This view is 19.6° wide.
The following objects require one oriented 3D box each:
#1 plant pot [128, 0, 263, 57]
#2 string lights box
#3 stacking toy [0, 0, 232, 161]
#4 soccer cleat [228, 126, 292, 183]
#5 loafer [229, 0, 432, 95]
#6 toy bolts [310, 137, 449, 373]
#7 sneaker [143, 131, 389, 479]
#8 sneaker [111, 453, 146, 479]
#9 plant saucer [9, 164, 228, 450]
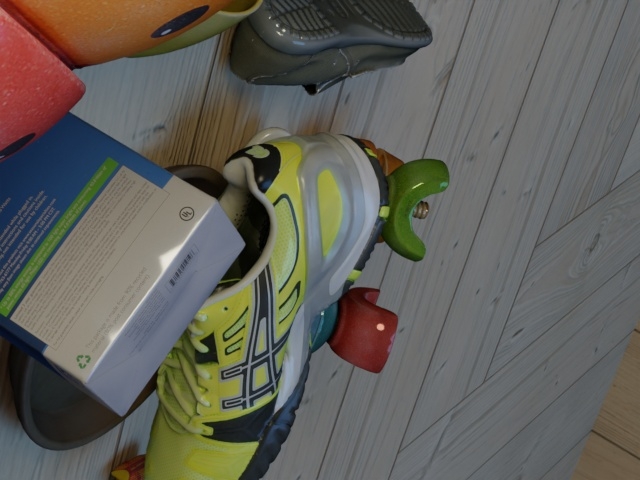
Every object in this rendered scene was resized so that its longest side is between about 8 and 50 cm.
[{"bbox_3d":[-0.119,-0.182,1.291,0.095,0.134,0.134,-40,171,32],"label":"plant pot"},{"bbox_3d":[-0.192,-0.021,1.132,0.133,0.259,0.077,-54,158,-11],"label":"string lights box"},{"bbox_3d":[-0.260,-0.094,0.846,0.480,0.350,0.350,-49,159,0],"label":"stacking toy"},{"bbox_3d":[-0.062,-0.019,1.708,0.076,0.068,0.196,-111,-151,-63],"label":"soccer cleat"},{"bbox_3d":[0.004,-0.182,1.618,0.087,0.094,0.251,-43,160,33],"label":"loafer"},{"bbox_3d":[0.000,0.000,1.834,0.218,0.158,0.228,-137,-117,-71],"label":"toy bolts"},{"bbox_3d":[-0.086,0.073,1.603,0.147,0.145,0.385,7,112,-43],"label":"sneaker"},{"bbox_3d":[-0.190,0.277,1.829,0.067,0.064,0.175,-20,135,-29],"label":"sneaker"},{"bbox_3d":[-0.172,0.052,1.578,0.278,0.041,0.278,-47,157,-28],"label":"plant saucer"}]
